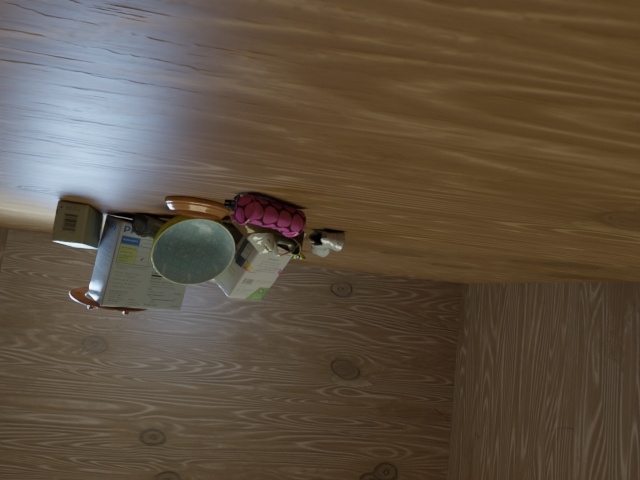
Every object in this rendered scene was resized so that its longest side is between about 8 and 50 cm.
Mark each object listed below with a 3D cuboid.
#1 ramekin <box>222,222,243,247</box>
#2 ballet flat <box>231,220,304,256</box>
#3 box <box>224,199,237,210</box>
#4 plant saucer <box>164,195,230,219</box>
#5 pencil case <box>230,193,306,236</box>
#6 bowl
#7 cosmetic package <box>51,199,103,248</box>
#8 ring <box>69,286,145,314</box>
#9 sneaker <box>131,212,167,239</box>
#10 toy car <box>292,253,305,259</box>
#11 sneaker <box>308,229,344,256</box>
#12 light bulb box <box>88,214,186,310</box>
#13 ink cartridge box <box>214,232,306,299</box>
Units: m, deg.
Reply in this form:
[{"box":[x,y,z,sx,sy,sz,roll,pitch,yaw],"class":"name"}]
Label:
[{"box":[-0.429,0.000,1.858,0.273,0.127,0.273,6,173,1],"class":"ramekin"},{"box":[-0.167,-0.006,1.529,0.116,0.124,0.342,-17,162,27],"class":"ballet flat"},{"box":[-0.236,-0.099,1.291,0.067,0.018,0.083,6,173,8],"class":"box"},{"box":[-0.384,-0.097,1.376,0.200,0.037,0.200,6,174,1],"class":"plant saucer"},{"box":[-0.138,-0.063,1.203,0.098,0.095,0.209,-39,146,27],"class":"pencil case"},{"box":[-0.470,0.003,1.611,0.289,0.289,0.156,11,-151,-32],"class":"bowl"},{"box":[-0.976,-0.056,1.789,0.113,0.160,0.309,8,174,-15],"class":"cosmetic package"},{"box":[-0.931,0.269,1.966,0.336,0.032,0.336,14,-178,-1],"class":"ring"},{"box":[-0.615,-0.024,1.772,0.297,0.111,0.129,35,-162,18],"class":"sneaker"},{"box":[-0.214,0.082,2.665,0.239,0.053,0.225,8,174,-7],"class":"toy car"},{"box":[0.000,0.000,1.689,0.115,0.090,0.232,16,161,-20],"class":"sneaker"},{"box":[-0.787,0.103,1.973,0.358,0.361,0.225,13,-178,-43],"class":"light bulb box"},{"box":[-0.237,0.064,1.764,0.119,0.353,0.207,44,-165,31],"class":"ink cartridge box"}]
